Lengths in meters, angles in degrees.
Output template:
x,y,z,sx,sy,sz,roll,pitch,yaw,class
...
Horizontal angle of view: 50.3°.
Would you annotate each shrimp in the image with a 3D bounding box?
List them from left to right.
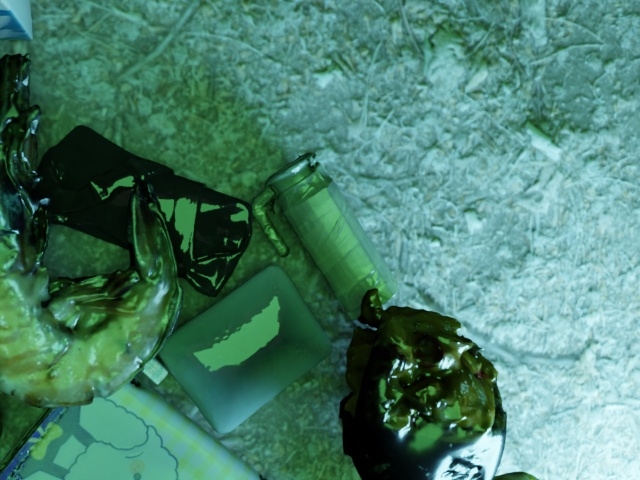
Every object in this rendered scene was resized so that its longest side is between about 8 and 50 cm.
x,y,z,sx,sy,sz,roll,pitch,yaw,class
-0.263,-0.008,0.707,0.233,0.071,0.365,-2,92,-15,shrimp

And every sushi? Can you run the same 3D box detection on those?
x,y,z,sx,sy,sz,roll,pitch,yaw,class
0.111,0.175,0.776,0.213,0.200,0.204,5,118,-28,sushi

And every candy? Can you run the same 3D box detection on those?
x,y,z,sx,sy,sz,roll,pitch,yaw,class
-0.086,0.127,0.806,0.174,0.071,0.138,-35,103,-11,candy

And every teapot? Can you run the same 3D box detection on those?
x,y,z,sx,sy,sz,roll,pitch,yaw,class
0.000,0.000,0.826,0.107,0.077,0.200,-31,101,8,teapot

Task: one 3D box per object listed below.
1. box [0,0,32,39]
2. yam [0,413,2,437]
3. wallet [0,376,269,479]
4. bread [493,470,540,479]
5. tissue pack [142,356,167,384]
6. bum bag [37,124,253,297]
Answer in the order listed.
x,y,z,sx,sy,sz,roll,pitch,yaw,class
-0.382,-0.255,0.600,0.203,0.274,0.116,-3,96,-15,box
-0.396,0.067,0.720,0.071,0.067,0.318,-14,98,-50,yam
-0.201,0.300,0.781,0.309,0.077,0.223,41,80,-12,wallet
0.206,0.385,0.844,0.213,0.105,0.213,-20,136,-21,bread
-0.221,0.119,0.777,0.108,0.056,0.023,45,76,-14,tissue pack
-0.201,-0.033,0.773,0.248,0.060,0.123,24,90,-13,bum bag
